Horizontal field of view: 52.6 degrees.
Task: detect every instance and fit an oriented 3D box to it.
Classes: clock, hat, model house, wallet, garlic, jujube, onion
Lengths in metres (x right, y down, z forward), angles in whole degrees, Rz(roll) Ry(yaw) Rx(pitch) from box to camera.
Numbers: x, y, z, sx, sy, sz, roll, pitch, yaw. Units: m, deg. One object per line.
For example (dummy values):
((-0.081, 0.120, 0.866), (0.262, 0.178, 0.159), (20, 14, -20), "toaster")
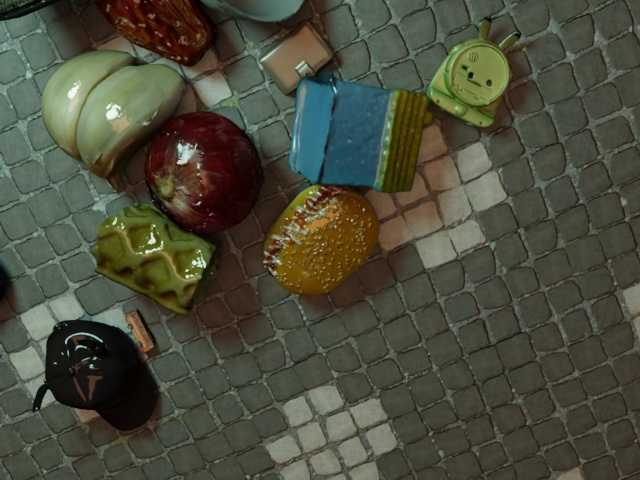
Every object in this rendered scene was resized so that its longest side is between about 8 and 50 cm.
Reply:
((0.362, -0.390, 1.492), (0.170, 0.069, 0.232), (25, 101, -5), "clock")
((-0.558, 0.354, 1.580), (0.238, 0.209, 0.336), (-30, 100, 8), "hat")
((0.103, -0.240, 1.460), (0.303, 0.215, 0.237), (5, 102, -17), "model house")
((-0.054, -0.421, 1.504), (0.152, 0.039, 0.118), (-35, 98, 11), "wallet")
((-0.470, -0.292, 1.466), (0.249, 0.286, 0.313), (19, 114, -49), "garlic")
((-0.362, -0.508, 1.409), (0.290, 0.197, 0.197), (39, 99, -17), "jujube")
((-0.258, -0.149, 1.454), (0.276, 0.276, 0.276), (0, 102, 0), "onion")

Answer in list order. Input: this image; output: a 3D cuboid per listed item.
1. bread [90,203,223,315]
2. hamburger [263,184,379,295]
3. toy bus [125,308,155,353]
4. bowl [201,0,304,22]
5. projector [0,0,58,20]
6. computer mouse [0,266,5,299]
((-0.372, 0.042, 1.512), (0.252, 0.238, 0.196), (26, 98, 4), "bread")
((0.000, 0.000, 1.537), (0.227, 0.151, 0.295), (40, 100, -10), "hamburger")
((-0.458, 0.230, 1.646), (0.043, 0.031, 0.110), (-25, 100, -2), "toy bus")
((-0.199, -0.604, 1.379), (0.157, 0.345, 0.346), (-12, 106, 47), "bowl")
((-0.537, -0.682, 1.262), (0.405, 0.242, 0.395), (-22, 62, 6), "projector")
((-0.933, 0.088, 1.575), (0.323, 0.116, 0.183), (13, 99, -10), "computer mouse")
